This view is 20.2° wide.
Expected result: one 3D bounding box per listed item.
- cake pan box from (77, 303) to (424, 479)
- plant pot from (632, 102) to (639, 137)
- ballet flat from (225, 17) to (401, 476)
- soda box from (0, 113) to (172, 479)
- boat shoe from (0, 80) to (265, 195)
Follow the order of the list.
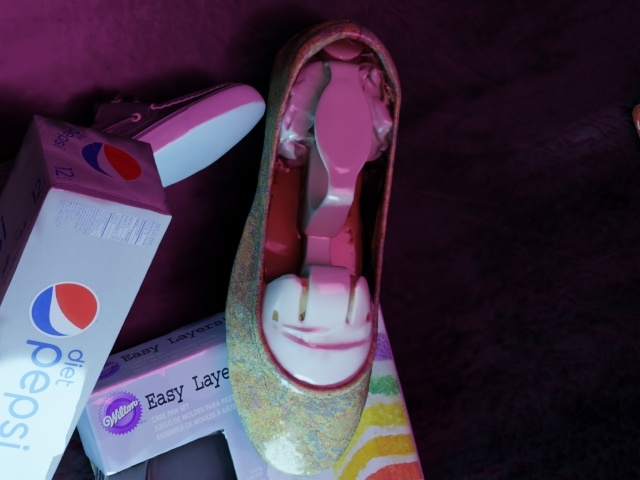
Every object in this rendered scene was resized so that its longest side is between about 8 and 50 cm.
[{"bbox_3d":[-0.055,0.180,1.435,0.267,0.070,0.246,-19,106,-19],"label":"cake pan box"},{"bbox_3d":[0.471,-0.052,1.523,0.235,0.267,0.267,-36,113,-26],"label":"plant pot"},{"bbox_3d":[0.000,0.000,1.343,0.123,0.123,0.349,10,80,-25],"label":"ballet flat"},{"bbox_3d":[-0.203,0.059,1.269,0.091,0.098,0.286,13,119,-25],"label":"soda box"},{"bbox_3d":[-0.153,-0.070,1.338,0.228,0.080,0.076,-31,73,-10],"label":"boat shoe"}]
